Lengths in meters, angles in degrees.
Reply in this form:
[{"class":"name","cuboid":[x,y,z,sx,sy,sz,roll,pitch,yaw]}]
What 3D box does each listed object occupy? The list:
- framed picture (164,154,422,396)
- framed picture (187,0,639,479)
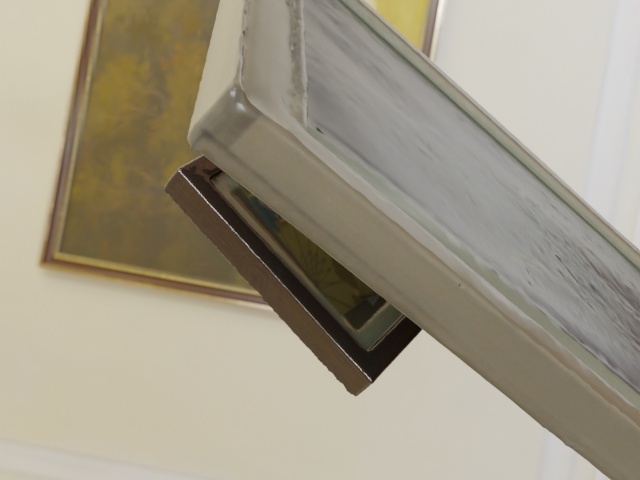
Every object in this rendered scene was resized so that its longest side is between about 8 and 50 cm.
[{"class":"framed picture","cuboid":[0.000,0.000,0.650,0.023,0.168,0.128,-45,-4,39]},{"class":"framed picture","cuboid":[0.123,0.014,0.535,0.028,0.446,0.326,-44,22,20]}]
